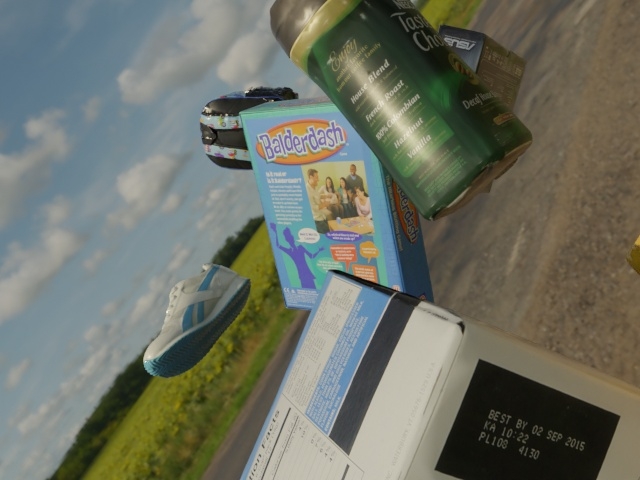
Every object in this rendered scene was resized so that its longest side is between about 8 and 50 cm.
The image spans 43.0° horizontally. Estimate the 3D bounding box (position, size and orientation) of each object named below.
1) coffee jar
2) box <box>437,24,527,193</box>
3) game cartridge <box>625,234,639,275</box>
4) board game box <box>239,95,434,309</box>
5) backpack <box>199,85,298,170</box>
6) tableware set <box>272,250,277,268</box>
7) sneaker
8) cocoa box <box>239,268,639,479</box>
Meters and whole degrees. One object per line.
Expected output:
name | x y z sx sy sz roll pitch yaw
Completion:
coffee jar | 0.052 -0.107 0.546 0.079 0.184 0.096 -46 -10 35
box | 0.177 -0.148 0.983 0.231 0.056 0.183 -10 -63 -64
game cartridge | 0.356 0.069 0.529 0.052 0.324 0.285 -34 -22 -8
board game box | 0.015 -0.032 0.780 0.160 0.210 0.047 3 23 40
backpack | -0.132 -0.209 1.518 0.117 0.173 0.158 -69 -22 -60
tableware set | 0.000 0.000 1.398 0.020 0.168 0.141 -157 69 -71
sneaker | -0.205 0.123 1.269 0.229 0.092 0.087 -47 -24 -43
cocoa box | 0.145 0.197 0.632 0.232 0.347 0.228 -67 22 -2
